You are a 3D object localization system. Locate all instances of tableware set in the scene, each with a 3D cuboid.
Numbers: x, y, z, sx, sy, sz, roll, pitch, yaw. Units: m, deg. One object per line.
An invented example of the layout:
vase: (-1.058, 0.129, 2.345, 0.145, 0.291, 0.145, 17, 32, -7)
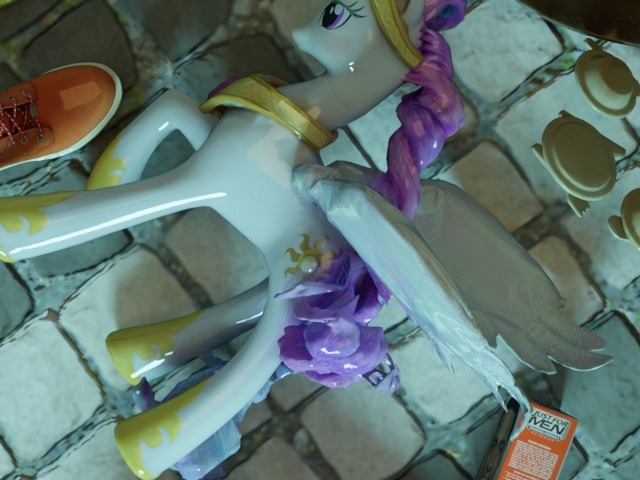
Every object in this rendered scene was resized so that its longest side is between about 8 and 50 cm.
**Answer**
tableware set: (0.221, -0.061, 1.229, 0.141, 0.020, 0.169, 41, 52, -10)

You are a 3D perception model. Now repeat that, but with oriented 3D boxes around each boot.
boot: (-0.211, -0.080, 1.214, 0.158, 0.084, 0.059, -25, 91, -4)

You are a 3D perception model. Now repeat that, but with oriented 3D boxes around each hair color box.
hair color box: (0.135, 0.183, 1.245, 0.043, 0.072, 0.141, 22, 89, -4)

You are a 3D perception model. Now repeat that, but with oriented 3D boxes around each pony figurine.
pony figurine: (0.000, 0.000, 1.158, 0.363, 0.303, 0.351, -35, 84, 13)

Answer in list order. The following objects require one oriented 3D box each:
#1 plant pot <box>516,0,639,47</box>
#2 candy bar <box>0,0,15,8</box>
plant pot: (0.240, -0.281, 1.191, 0.215, 0.215, 0.230, 16, 73, -4)
candy bar: (-0.185, -0.206, 1.245, 0.161, 0.018, 0.040, -29, 96, -3)
